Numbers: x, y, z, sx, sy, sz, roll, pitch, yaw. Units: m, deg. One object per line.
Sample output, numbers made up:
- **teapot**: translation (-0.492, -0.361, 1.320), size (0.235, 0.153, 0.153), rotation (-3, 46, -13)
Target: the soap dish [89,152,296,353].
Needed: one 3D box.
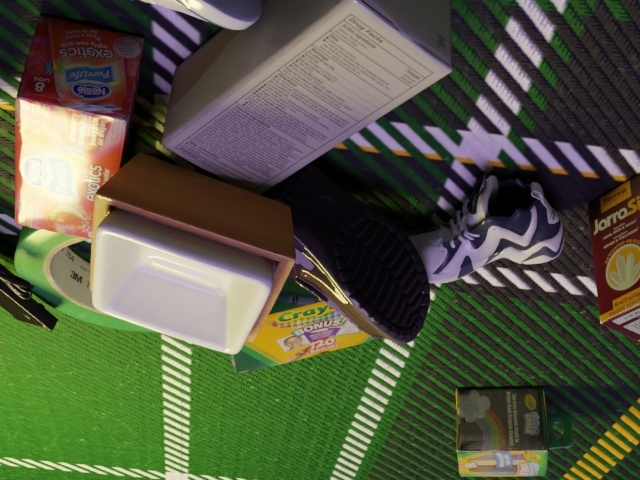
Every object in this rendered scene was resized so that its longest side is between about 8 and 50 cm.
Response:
- **soap dish**: translation (-0.160, 0.023, 1.179), size (0.229, 0.118, 0.291), rotation (19, 152, -5)

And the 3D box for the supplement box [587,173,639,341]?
- **supplement box**: translation (0.416, 0.020, 1.248), size (0.081, 0.188, 0.104), rotation (24, 141, -26)

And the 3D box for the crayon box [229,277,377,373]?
- **crayon box**: translation (-0.007, 0.097, 1.430), size (0.278, 0.081, 0.165), rotation (-13, 148, -8)

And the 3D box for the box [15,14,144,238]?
- **box**: translation (-0.289, -0.124, 1.147), size (0.122, 0.128, 0.257), rotation (10, 146, -11)

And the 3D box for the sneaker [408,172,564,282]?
- **sneaker**: translation (0.198, -0.026, 1.290), size (0.235, 0.094, 0.153), rotation (-5, 140, 20)

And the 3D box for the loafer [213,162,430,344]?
- **loafer**: translation (0.000, 0.000, 1.287), size (0.366, 0.134, 0.130), rotation (45, 150, -16)

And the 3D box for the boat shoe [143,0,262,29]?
- **boat shoe**: translation (-0.178, -0.281, 0.948), size (0.258, 0.095, 0.084), rotation (33, 142, -21)

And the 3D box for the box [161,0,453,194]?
- **box**: translation (-0.019, -0.184, 1.039), size (0.148, 0.121, 0.311), rotation (30, 138, -34)

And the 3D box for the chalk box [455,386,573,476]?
- **chalk box**: translation (0.364, 0.361, 1.821), size (0.213, 0.132, 0.132), rotation (-1, 146, 9)

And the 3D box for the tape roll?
- **tape roll**: translation (-0.279, 0.028, 1.423), size (0.321, 0.077, 0.321), rotation (3, 146, 2)

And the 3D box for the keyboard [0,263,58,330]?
- **keyboard**: translation (-0.497, 0.027, 1.388), size (0.201, 0.033, 0.317), rotation (6, 146, 48)
